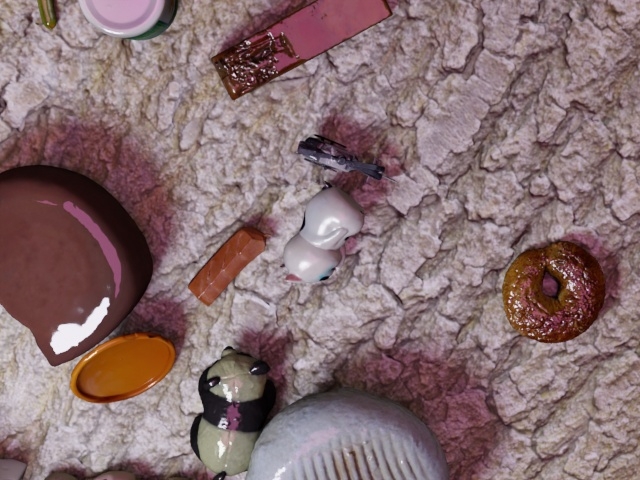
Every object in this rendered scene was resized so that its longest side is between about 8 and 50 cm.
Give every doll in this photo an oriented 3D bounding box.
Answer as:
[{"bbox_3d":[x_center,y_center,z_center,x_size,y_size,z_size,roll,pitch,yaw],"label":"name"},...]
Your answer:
[{"bbox_3d":[-0.153,0.305,1.905,0.143,0.135,0.234,10,96,-5],"label":"doll"},{"bbox_3d":[0.006,-0.005,1.865,0.107,0.110,0.181,27,100,-4],"label":"doll"}]

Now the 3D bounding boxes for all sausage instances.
[{"bbox_3d":[-0.158,0.036,1.891,0.065,0.065,0.169,43,96,-8],"label":"sausage"}]

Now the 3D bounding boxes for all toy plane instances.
[{"bbox_3d":[0.041,-0.136,1.861,0.197,0.078,0.053,20,97,-19],"label":"toy plane"}]

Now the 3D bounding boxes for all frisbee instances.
[{"bbox_3d":[-0.347,0.217,1.884,0.192,0.192,0.035,-34,55,4],"label":"frisbee"}]

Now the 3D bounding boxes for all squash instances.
[{"bbox_3d":[-0.466,-0.400,1.827,0.027,0.027,0.083,-7,101,0],"label":"squash"}]

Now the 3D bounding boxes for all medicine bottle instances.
[{"bbox_3d":[-0.297,-0.384,1.708,0.133,0.274,0.133,0,99,-3],"label":"medicine bottle"}]

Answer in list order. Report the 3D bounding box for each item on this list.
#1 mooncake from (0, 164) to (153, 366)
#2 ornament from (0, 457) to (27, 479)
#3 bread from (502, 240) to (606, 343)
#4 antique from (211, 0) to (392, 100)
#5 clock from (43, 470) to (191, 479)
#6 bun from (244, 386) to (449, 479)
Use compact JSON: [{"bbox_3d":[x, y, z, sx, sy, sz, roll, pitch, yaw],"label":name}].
[{"bbox_3d":[-0.452,0.042,1.831,0.325,0.174,0.334,9,103,0],"label":"mooncake"},{"bbox_3d":[-0.684,0.495,1.870,0.239,0.240,0.239,21,100,-5],"label":"ornament"},{"bbox_3d":[0.416,0.095,1.915,0.193,0.064,0.193,0,97,0],"label":"bread"},{"bbox_3d":[-0.035,-0.341,1.814,0.310,0.093,0.087,-27,99,4],"label":"antique"},{"bbox_3d":[-0.371,0.557,1.953,0.309,0.114,0.284,8,101,-2],"label":"clock"},{"bbox_3d":[0.040,0.414,1.879,0.361,0.211,0.362,-2,105,-8],"label":"bun"}]
